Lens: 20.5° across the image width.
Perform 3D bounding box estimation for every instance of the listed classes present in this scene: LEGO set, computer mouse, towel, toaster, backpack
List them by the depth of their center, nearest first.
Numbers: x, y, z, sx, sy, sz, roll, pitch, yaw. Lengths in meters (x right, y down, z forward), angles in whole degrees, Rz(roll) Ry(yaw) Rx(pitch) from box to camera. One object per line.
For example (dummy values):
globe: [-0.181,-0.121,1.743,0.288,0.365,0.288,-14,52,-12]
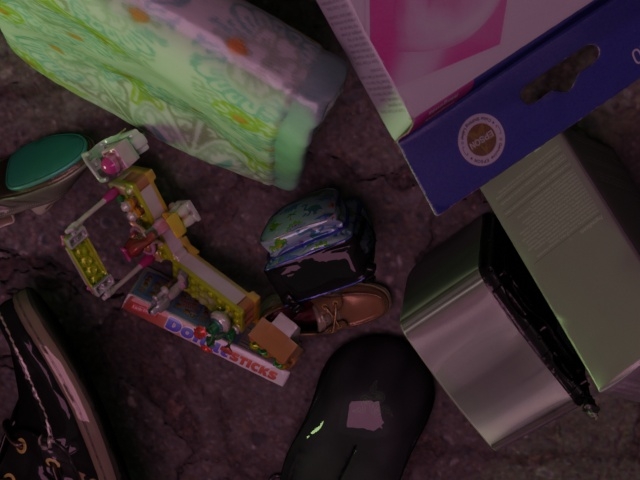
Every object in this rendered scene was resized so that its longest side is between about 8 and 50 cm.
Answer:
towel: [-0.140,-0.161,1.524,0.320,0.374,0.090,27,81,-1]
toaster: [0.168,0.088,1.652,0.110,0.186,0.168,-35,103,17]
backpack: [0.000,0.000,1.684,0.105,0.114,0.084,-22,106,16]
LEGO set: [-0.148,0.035,1.698,0.287,0.107,0.132,53,152,-10]
computer mouse: [0.036,0.225,1.797,0.188,0.072,0.272,19,115,3]

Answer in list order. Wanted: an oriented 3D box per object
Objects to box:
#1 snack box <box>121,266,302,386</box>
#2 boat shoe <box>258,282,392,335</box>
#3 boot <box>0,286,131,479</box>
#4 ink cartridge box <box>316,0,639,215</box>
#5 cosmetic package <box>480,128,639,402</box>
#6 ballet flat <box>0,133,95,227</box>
snack box: [-0.107,0.085,1.768,0.178,0.064,0.022,26,118,-1]
boat shoe: [0.003,0.073,1.752,0.135,0.045,0.050,-10,111,15]
boot: [-0.341,0.257,1.804,0.284,0.138,0.377,-20,116,-6]
ink cartridge box: [0.153,-0.240,1.417,0.324,0.071,0.330,-34,104,-16]
cosmetic package: [0.254,0.022,1.574,0.107,0.127,0.238,-37,59,23]
ballet flat: [-0.304,-0.049,1.758,0.213,0.072,0.068,-17,136,18]
